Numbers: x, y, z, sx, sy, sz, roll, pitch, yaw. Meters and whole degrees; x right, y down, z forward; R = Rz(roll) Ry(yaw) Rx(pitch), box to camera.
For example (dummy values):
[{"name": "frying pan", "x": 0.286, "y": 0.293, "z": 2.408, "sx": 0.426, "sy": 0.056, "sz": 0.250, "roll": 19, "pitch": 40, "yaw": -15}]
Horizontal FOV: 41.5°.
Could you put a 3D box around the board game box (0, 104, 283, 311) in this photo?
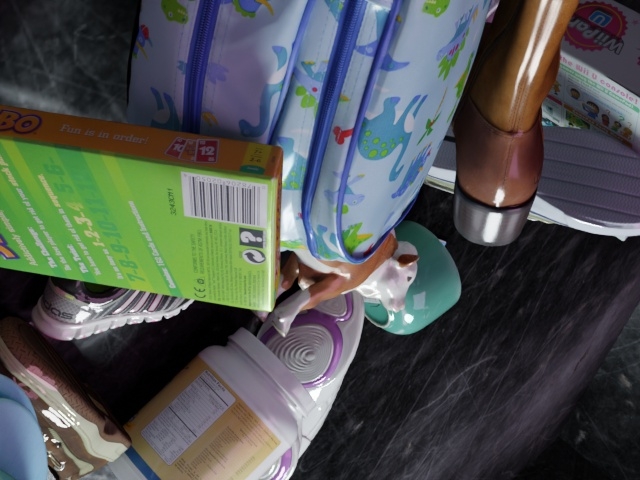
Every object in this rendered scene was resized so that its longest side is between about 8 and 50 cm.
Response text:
[{"name": "board game box", "x": -0.154, "y": -0.023, "z": 0.529, "sx": 0.124, "sy": 0.259, "sz": 0.039, "roll": 95, "pitch": 3, "yaw": -47}]

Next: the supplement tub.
[{"name": "supplement tub", "x": -0.116, "y": 0.206, "z": 0.915, "sx": 0.199, "sy": 0.144, "sz": 0.144, "roll": -43, "pitch": 151, "yaw": -14}]

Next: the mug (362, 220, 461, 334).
[{"name": "mug", "x": 0.097, "y": 0.062, "z": 1.074, "sx": 0.097, "sy": 0.129, "sz": 0.158, "roll": -32, "pitch": 148, "yaw": -25}]

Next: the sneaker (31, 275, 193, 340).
[{"name": "sneaker", "x": -0.161, "y": 0.029, "z": 0.722, "sx": 0.170, "sy": 0.063, "sz": 0.075, "roll": -17, "pitch": 143, "yaw": -40}]

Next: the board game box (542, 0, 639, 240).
[{"name": "board game box", "x": 0.324, "y": -0.160, "z": 1.040, "sx": 0.097, "sy": 0.224, "sz": 0.303, "roll": -45, "pitch": 152, "yaw": -10}]

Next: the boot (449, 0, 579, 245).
[{"name": "boot", "x": 0.148, "y": -0.179, "z": 0.661, "sx": 0.280, "sy": 0.096, "sz": 0.264, "roll": 91, "pitch": 13, "yaw": -48}]

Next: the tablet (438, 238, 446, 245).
[{"name": "tablet", "x": 0.155, "y": 0.019, "z": 1.239, "sx": 0.054, "sy": 0.006, "sz": 0.083, "roll": -57, "pitch": 153, "yaw": 11}]

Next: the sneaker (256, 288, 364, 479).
[{"name": "sneaker", "x": -0.026, "y": 0.162, "z": 1.073, "sx": 0.305, "sy": 0.114, "sz": 0.152, "roll": -65, "pitch": 170, "yaw": 23}]

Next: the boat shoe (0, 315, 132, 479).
[{"name": "boat shoe", "x": -0.243, "y": 0.158, "z": 0.730, "sx": 0.095, "sy": 0.095, "sz": 0.257, "roll": -36, "pitch": 150, "yaw": -14}]

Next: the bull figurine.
[{"name": "bull figurine", "x": 0.000, "y": 0.000, "z": 0.873, "sx": 0.188, "sy": 0.101, "sz": 0.310, "roll": -42, "pitch": 140, "yaw": -13}]

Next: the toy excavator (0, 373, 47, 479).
[{"name": "toy excavator", "x": -0.196, "y": 0.289, "z": 0.464, "sx": 0.222, "sy": 0.445, "sz": 0.433, "roll": 75, "pitch": 27, "yaw": -56}]

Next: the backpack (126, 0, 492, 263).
[{"name": "backpack", "x": -0.001, "y": -0.158, "z": 0.562, "sx": 0.355, "sy": 0.273, "sz": 0.290, "roll": -53, "pitch": -179, "yaw": 32}]

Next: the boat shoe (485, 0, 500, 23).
[{"name": "boat shoe", "x": 0.187, "y": -0.232, "z": 0.879, "sx": 0.320, "sy": 0.103, "sz": 0.118, "roll": -52, "pitch": 152, "yaw": 3}]

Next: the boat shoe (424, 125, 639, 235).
[{"name": "boat shoe", "x": 0.244, "y": -0.078, "z": 0.975, "sx": 0.094, "sy": 0.302, "sz": 0.109, "roll": 59, "pitch": 52, "yaw": -73}]
